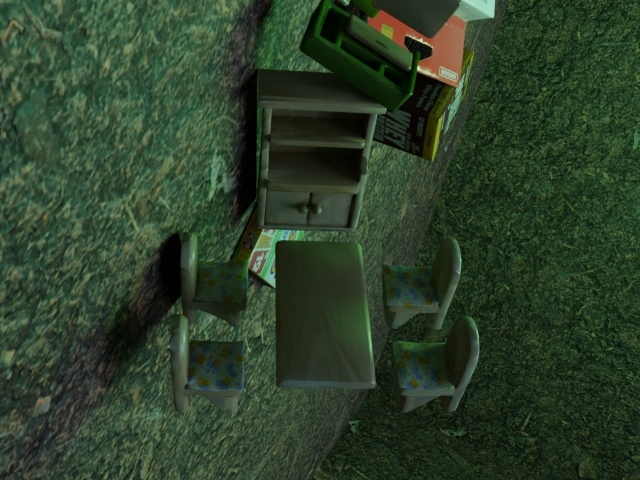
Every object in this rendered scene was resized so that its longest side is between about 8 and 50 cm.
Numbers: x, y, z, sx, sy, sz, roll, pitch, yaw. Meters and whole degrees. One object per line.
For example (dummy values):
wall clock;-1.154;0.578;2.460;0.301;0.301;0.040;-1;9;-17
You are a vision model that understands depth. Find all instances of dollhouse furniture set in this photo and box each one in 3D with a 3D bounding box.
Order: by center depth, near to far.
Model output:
dollhouse furniture set;0.000;0.000;1.028;0.256;0.362;0.394;98;-9;-49
dollhouse furniture set;0.109;-0.356;1.032;0.197;0.151;0.301;-47;-160;45

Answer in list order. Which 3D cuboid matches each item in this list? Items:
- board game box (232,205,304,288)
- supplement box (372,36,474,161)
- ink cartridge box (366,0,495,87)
board game box;-0.084;0.009;1.367;0.259;0.039;0.124;61;53;-77
supplement box;0.168;-0.289;1.522;0.129;0.194;0.191;88;27;-59
ink cartridge box;0.194;-0.416;1.315;0.296;0.066;0.261;5;90;-49
